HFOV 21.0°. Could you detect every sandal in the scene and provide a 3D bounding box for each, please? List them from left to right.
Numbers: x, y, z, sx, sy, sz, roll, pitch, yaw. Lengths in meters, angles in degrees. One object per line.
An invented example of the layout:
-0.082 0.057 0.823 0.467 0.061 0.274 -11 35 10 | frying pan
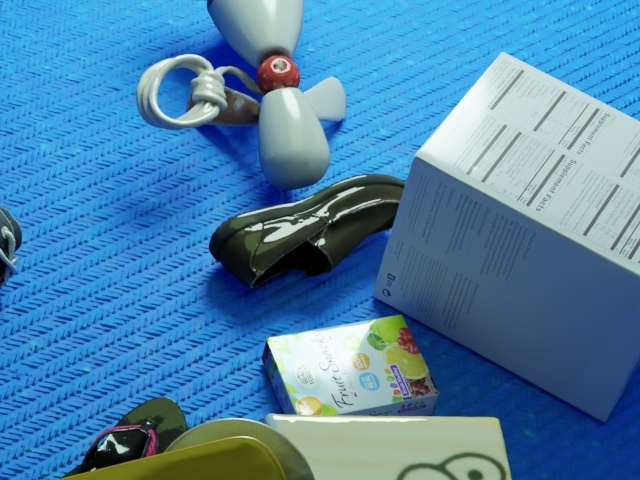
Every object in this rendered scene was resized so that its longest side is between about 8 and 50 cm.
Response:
-0.177 0.195 1.500 0.067 0.040 0.179 34 50 18 | sandal

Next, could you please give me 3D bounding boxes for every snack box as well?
0.028 0.127 1.612 0.141 0.037 0.100 -9 50 -20 | snack box

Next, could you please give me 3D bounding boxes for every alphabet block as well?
0.044 0.265 1.385 0.197 0.193 0.192 3 49 -11 | alphabet block

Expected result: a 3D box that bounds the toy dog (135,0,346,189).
-0.070 -0.194 1.838 0.220 0.161 0.334 14 61 -5 | toy dog

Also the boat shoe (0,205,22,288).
-0.327 0.006 1.601 0.102 0.108 0.301 -4 42 -15 | boat shoe

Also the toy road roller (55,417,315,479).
-0.147 0.276 1.165 0.329 0.202 0.241 -16 79 -11 | toy road roller

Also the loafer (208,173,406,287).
0.000 0.000 1.705 0.220 0.080 0.078 -18 64 -21 | loafer

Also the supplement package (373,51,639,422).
0.225 -0.006 1.669 0.262 0.199 0.198 29 48 13 | supplement package
